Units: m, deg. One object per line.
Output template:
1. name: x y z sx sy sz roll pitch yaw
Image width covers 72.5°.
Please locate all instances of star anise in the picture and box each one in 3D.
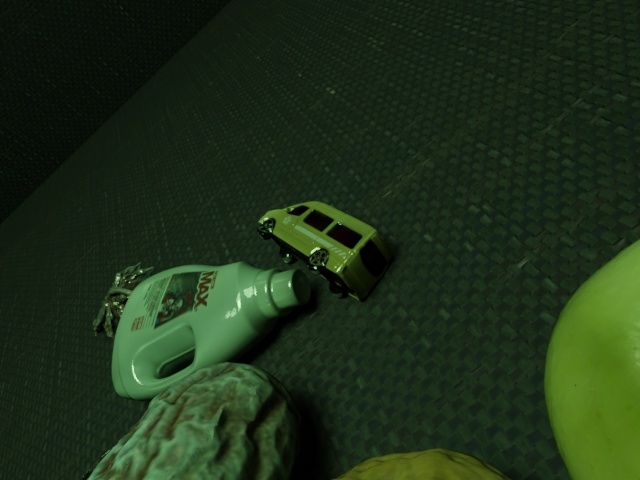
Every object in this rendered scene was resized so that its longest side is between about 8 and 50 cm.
1. star anise: -0.461 0.143 1.032 0.231 0.089 0.209 -39 44 35

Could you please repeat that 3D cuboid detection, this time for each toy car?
1. toy car: 0.000 0.000 0.772 0.124 0.101 0.256 -48 43 -10

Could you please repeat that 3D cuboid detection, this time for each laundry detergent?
1. laundry detergent: -0.202 0.147 0.808 0.397 0.125 0.264 -17 47 26

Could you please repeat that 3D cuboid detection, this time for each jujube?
1. jujube: -0.149 0.289 0.529 0.226 0.226 0.317 -22 15 25

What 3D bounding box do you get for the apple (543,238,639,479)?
1. apple: 0.300 0.145 0.298 0.233 0.258 0.295 -40 39 8

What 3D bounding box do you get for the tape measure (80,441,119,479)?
1. tape measure: -0.290 0.430 0.654 0.231 0.133 0.271 -28 45 8

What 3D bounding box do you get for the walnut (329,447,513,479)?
1. walnut: 0.091 0.299 0.379 0.257 0.257 0.224 -31 12 16
